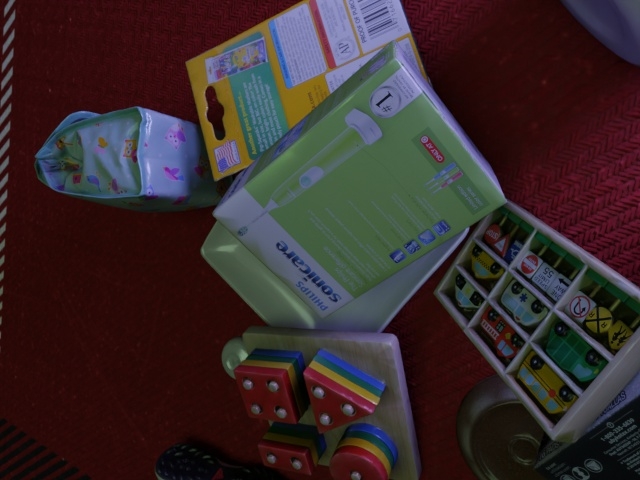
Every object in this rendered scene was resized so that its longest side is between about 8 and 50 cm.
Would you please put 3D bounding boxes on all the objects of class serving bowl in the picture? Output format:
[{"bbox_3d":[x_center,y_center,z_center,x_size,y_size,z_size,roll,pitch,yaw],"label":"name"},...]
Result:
[{"bbox_3d":[-0.151,0.220,0.905,0.083,0.027,0.083,3,97,27],"label":"serving bowl"}]

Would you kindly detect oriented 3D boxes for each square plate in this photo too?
[{"bbox_3d":[0.000,0.000,0.788,0.344,0.049,0.347,43,113,18],"label":"square plate"}]

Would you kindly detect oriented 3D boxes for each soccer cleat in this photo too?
[{"bbox_3d":[-0.166,0.481,0.913,0.318,0.108,0.117,9,120,25],"label":"soccer cleat"}]

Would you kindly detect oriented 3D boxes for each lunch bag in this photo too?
[{"bbox_3d":[-0.313,-0.126,0.841,0.262,0.223,0.160,-1,90,30],"label":"lunch bag"}]

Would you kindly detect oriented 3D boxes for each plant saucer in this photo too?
[{"bbox_3d":[0.283,0.283,0.679,0.198,0.036,0.199,4,98,27],"label":"plant saucer"}]

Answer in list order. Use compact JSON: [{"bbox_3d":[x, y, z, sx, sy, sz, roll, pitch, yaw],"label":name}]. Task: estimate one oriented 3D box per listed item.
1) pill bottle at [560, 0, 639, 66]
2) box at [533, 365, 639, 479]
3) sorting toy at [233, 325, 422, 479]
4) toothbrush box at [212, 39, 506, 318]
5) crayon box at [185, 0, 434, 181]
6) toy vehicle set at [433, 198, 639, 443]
[{"bbox_3d":[0.408,-0.377,0.428,0.407,0.229,0.229,-41,77,26],"label":"pill bottle"},{"bbox_3d":[0.374,0.187,0.509,0.163,0.142,0.247,38,127,15],"label":"box"},{"bbox_3d":[0.004,0.269,0.753,0.255,0.089,0.257,-2,112,28],"label":"sorting toy"},{"bbox_3d":[0.044,-0.065,0.615,0.283,0.122,0.206,-37,110,24],"label":"toothbrush box"},{"bbox_3d":[-0.020,-0.223,0.708,0.322,0.083,0.203,-19,78,17],"label":"crayon box"},{"bbox_3d":[0.246,0.073,0.577,0.166,0.035,0.267,-62,26,19],"label":"toy vehicle set"}]
